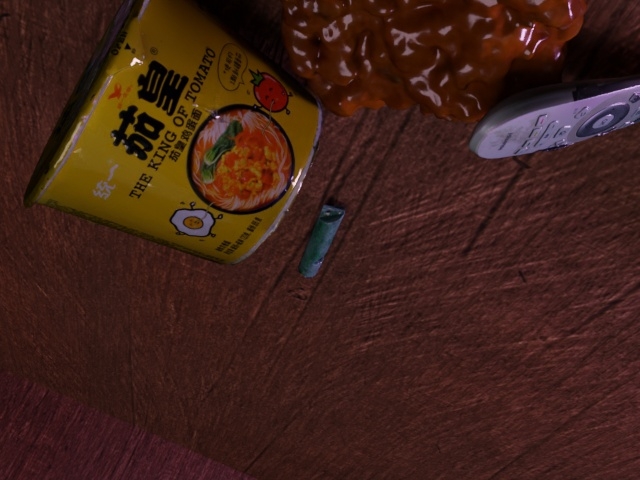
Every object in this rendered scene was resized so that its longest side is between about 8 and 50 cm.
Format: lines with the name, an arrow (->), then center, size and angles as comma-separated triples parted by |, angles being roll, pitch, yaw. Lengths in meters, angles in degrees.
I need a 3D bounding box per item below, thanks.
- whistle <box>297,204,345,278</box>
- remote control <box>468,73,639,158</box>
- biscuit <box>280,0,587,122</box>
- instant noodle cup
whistle -> 0.000, 0.000, 1.188 | 0.039, 0.039, 0.186 | 23, 145, 0
remote control -> 0.265, -0.133, 0.747 | 0.256, 0.045, 0.097 | -12, 158, -15
biscuit -> 0.104, -0.240, 0.744 | 0.312, 0.110, 0.318 | 11, 144, 14
instant noodle cup -> -0.168, -0.129, 0.890 | 0.254, 0.325, 0.325 | 29, 146, -24
